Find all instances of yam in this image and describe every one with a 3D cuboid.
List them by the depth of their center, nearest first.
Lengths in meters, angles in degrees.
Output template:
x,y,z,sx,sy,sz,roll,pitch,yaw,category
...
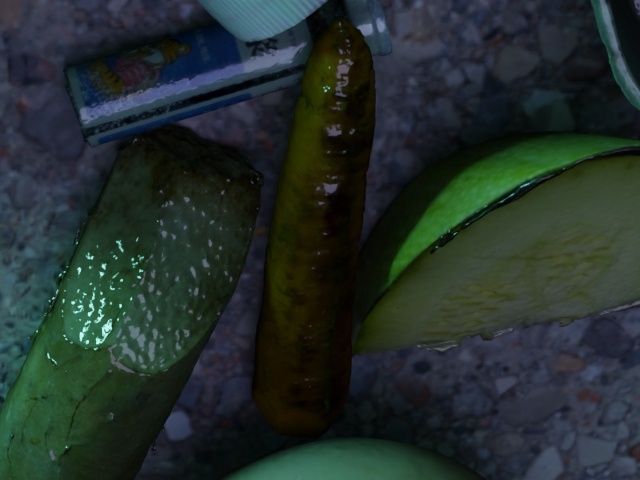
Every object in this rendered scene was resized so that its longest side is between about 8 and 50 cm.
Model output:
x,y,z,sx,sy,sz,roll,pitch,yaw,category
-0.124,0.059,1.081,0.106,0.106,0.259,18,115,-21,yam

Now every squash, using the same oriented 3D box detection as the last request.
x,y,z,sx,sy,sz,roll,pitch,yaw,category
0.134,0.009,1.078,0.236,0.155,0.204,-12,119,-7,squash

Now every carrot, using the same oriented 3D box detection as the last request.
x,y,z,sx,sy,sz,roll,pitch,yaw,category
0.000,0.000,1.065,0.066,0.066,0.314,-1,131,-11,carrot

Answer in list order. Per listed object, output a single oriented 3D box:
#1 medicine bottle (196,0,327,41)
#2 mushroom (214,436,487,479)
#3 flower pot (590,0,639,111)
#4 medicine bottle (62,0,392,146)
x,y,z,sx,sy,sz,roll,pitch,yaw,category
-0.077,-0.221,0.905,0.139,0.139,0.225,-41,119,12,medicine bottle
0.024,0.288,1.128,0.297,0.290,0.298,-4,128,-5,mushroom
0.191,-0.164,0.986,0.103,0.108,0.229,-29,109,21,flower pot
-0.054,-0.105,1.029,0.191,0.051,0.051,-17,121,-3,medicine bottle
